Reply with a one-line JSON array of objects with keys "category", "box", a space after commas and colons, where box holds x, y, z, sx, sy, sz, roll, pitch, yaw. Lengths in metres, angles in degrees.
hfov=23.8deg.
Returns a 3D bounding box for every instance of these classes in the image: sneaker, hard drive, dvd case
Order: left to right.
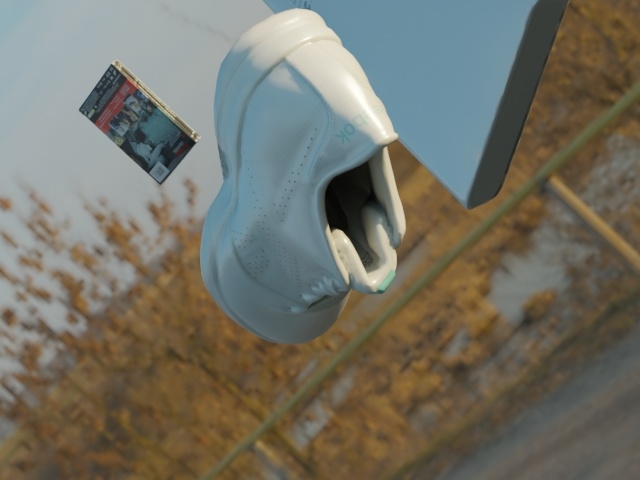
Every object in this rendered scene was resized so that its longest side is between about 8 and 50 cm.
[{"category": "dvd case", "box": [-0.190, -0.122, 1.592, 0.087, 0.119, 0.013, -45, 2, 44]}, {"category": "sneaker", "box": [0.000, 0.000, 0.684, 0.080, 0.094, 0.212, -34, -29, -21]}, {"category": "hard drive", "box": [0.049, -0.195, 1.145, 0.040, 0.307, 0.203, -23, -35, -31]}]
